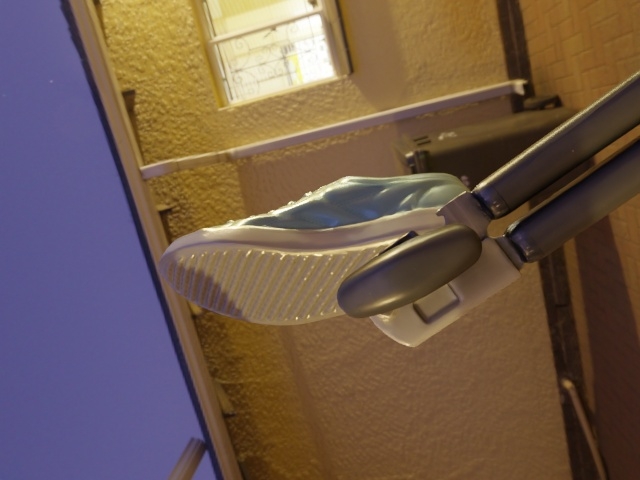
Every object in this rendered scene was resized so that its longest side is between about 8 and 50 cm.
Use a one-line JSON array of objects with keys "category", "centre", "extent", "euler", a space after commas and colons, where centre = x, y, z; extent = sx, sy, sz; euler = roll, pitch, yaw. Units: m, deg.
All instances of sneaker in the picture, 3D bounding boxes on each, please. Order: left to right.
[{"category": "sneaker", "centre": [0.000, 0.000, 0.565], "extent": [0.150, 0.366, 0.135], "euler": [-78, -21, -49]}]

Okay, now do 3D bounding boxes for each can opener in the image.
[{"category": "can opener", "centre": [0.142, -0.019, 0.330], "extent": [0.074, 0.280, 0.093], "euler": [54, -171, 3]}]
